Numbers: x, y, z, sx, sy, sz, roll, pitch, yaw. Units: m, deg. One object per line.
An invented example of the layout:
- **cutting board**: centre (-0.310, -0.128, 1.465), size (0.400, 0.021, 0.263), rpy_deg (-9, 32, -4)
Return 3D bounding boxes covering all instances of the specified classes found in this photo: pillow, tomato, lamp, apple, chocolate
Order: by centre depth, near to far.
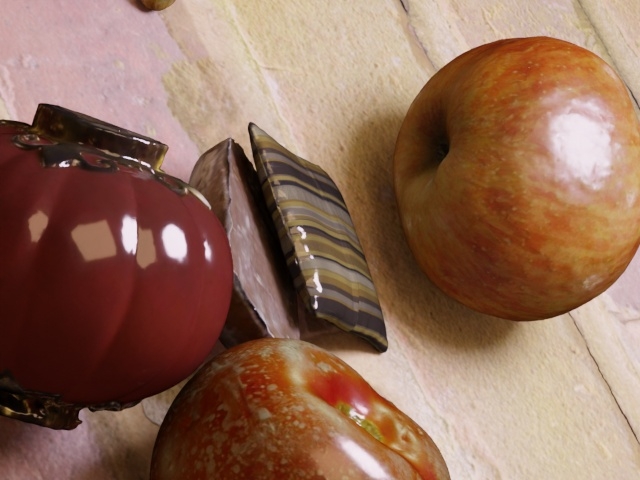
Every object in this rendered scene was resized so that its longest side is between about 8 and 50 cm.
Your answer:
- **lamp**: centre (-0.221, 0.021, 1.566), size (0.303, 0.303, 0.257), rpy_deg (17, 92, -31)
- **tomato**: centre (-0.025, 0.225, 1.625), size (0.270, 0.222, 0.270), rpy_deg (40, 15, -13)
- **chocolate**: centre (-0.088, 0.021, 1.787), size (0.254, 0.080, 0.157), rpy_deg (-96, 161, -53)
- **pillow**: centre (0.000, 0.000, 1.884), size (0.208, 0.052, 0.212), rpy_deg (34, 35, -66)
- **apple**: centre (0.202, -0.069, 1.995), size (0.250, 0.277, 0.309), rpy_deg (-10, 54, -31)

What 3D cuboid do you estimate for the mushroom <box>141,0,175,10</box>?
- **mushroom**: centre (-0.141, -0.352, 2.082), size (0.068, 0.043, 0.306), rpy_deg (53, 38, -23)
